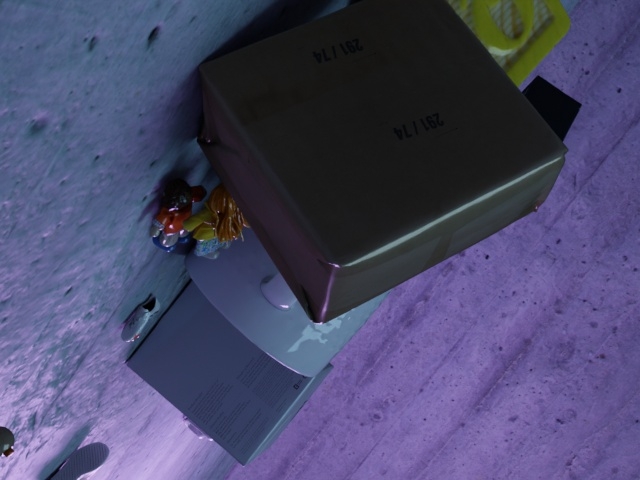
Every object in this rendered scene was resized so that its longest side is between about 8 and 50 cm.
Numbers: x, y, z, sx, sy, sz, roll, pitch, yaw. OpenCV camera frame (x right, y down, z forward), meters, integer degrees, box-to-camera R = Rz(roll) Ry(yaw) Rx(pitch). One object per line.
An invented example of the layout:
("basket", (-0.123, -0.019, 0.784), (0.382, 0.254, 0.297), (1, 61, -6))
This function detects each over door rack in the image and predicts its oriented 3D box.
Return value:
("over door rack", (-0.216, 0.341, 2.286), (0.239, 0.108, 0.324), (-48, 169, -22))

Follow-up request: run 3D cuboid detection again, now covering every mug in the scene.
("mug", (0.000, 0.000, 1.433), (0.328, 0.276, 0.374), (-48, -178, 5))

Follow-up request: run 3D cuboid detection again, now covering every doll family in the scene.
("doll family", (-0.104, -0.070, 1.280), (0.263, 0.118, 0.163), (-48, 171, -29))

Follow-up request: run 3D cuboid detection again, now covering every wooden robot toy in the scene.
("wooden robot toy", (-0.404, 0.240, 1.164), (0.076, 0.079, 0.173), (-46, 168, -31))

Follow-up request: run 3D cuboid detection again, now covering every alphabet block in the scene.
("alphabet block", (0.192, -0.306, 1.367), (0.193, 0.192, 0.197), (-49, -155, -21))

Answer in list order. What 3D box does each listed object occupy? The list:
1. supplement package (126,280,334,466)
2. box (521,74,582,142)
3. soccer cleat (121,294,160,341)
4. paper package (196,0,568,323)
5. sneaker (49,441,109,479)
("supplement package", (-0.149, 0.216, 1.684), (0.199, 0.263, 0.198), (-52, 171, 3))
("box", (0.328, -0.142, 1.728), (0.184, 0.103, 0.261), (-60, -175, -30))
("soccer cleat", (-0.273, 0.117, 1.470), (0.083, 0.029, 0.035), (-49, 162, -31))
("paper package", (0.062, -0.113, 1.144), (0.325, 0.309, 0.168), (-27, 160, -19))
("sneaker", (-0.437, 0.417, 1.737), (0.134, 0.051, 0.070), (-41, 168, -32))
